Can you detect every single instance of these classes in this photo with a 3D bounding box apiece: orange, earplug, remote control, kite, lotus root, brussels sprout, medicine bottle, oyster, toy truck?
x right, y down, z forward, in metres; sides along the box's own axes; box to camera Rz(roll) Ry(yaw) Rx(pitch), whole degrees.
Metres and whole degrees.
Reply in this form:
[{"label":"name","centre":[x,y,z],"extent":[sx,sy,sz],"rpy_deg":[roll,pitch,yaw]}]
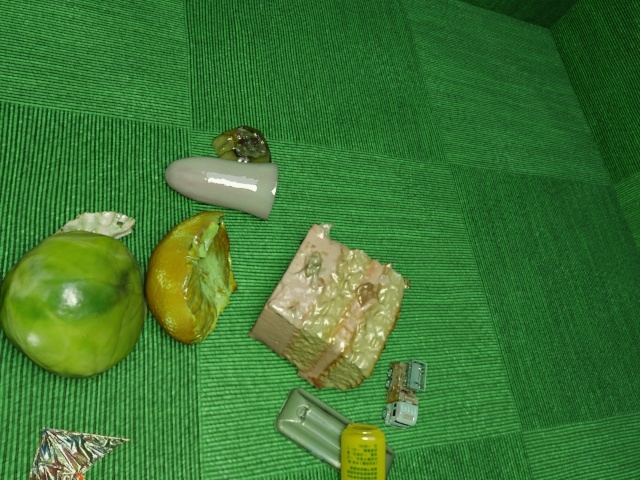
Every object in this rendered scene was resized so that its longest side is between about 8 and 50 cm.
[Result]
[{"label":"orange","centre":[-0.311,0.076,1.212],"extent":[0.196,0.262,0.334],"rpy_deg":[20,57,2]},{"label":"earplug","centre":[-0.285,-0.166,1.408],"extent":[0.302,0.172,0.172],"rpy_deg":[10,63,-17]},{"label":"remote control","centre":[0.043,0.516,1.290],"extent":[0.335,0.065,0.128],"rpy_deg":[36,54,-8]},{"label":"kite","centre":[-0.529,0.471,1.059],"extent":[0.232,0.009,0.189],"rpy_deg":[-34,84,-34]},{"label":"lotus root","centre":[-0.234,-0.281,1.533],"extent":[0.204,0.078,0.183],"rpy_deg":[-38,86,-33]},{"label":"brussels sprout","centre":[-0.523,0.129,1.073],"extent":[0.269,0.344,0.343],"rpy_deg":[-7,68,-4]},{"label":"medicine bottle","centre":[0.103,0.612,1.216],"extent":[0.111,0.076,0.308],"rpy_deg":[0,87,14]},{"label":"oyster","centre":[-0.565,-0.009,1.243],"extent":[0.133,0.071,0.209],"rpy_deg":[29,38,12]},{"label":"toy truck","centre":[0.240,0.432,1.400],"extent":[0.080,0.115,0.177],"rpy_deg":[21,60,-17]}]

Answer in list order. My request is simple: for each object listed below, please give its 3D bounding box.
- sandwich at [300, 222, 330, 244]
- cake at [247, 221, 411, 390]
[{"label":"sandwich","centre":[0.000,0.000,1.536],"extent":[0.093,0.036,0.104],"rpy_deg":[38,54,-4]},{"label":"cake","centre":[0.014,0.188,1.305],"extent":[0.307,0.293,0.314],"rpy_deg":[32,52,-3]}]
